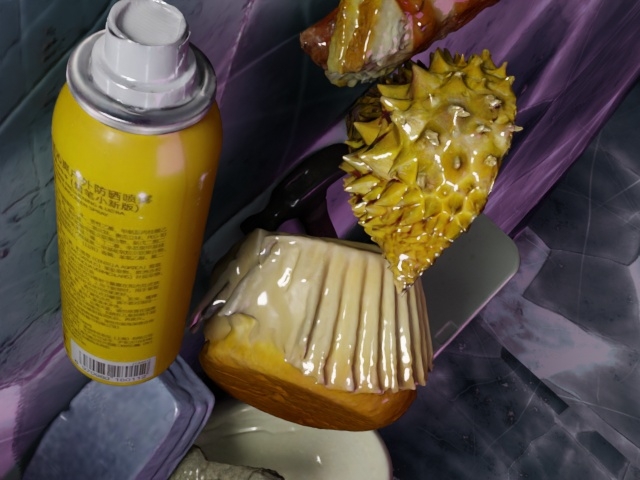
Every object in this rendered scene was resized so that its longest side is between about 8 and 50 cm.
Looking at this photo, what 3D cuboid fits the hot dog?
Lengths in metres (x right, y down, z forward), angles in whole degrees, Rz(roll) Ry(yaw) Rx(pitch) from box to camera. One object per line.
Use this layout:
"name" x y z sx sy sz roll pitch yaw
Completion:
"hot dog" 0.076 -0.211 0.625 0.213 0.103 0.146 -34 -176 -8

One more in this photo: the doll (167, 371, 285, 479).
"doll" -0.167 0.280 0.883 0.091 0.286 0.202 14 106 -47

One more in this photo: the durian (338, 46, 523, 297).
"durian" 0.082 -0.109 0.717 0.341 0.112 0.191 -91 -156 -62

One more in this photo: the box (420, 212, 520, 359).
"box" 0.131 0.109 1.300 0.352 0.177 0.344 -46 176 -7

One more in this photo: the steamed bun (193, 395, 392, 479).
"steamed bun" -0.119 0.388 1.184 0.456 0.289 0.371 -26 161 -2

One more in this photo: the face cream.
"face cream" -0.133 -0.017 0.536 0.105 0.105 0.348 -36 160 -34

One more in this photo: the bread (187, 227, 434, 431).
"bread" -0.013 0.109 0.819 0.388 0.236 0.183 114 -16 -76

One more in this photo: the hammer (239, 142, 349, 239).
"hammer" 0.000 0.000 1.026 0.168 0.044 0.440 -43 164 -8

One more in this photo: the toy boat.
"toy boat" -0.242 0.245 0.838 0.283 0.127 0.078 -48 161 5
